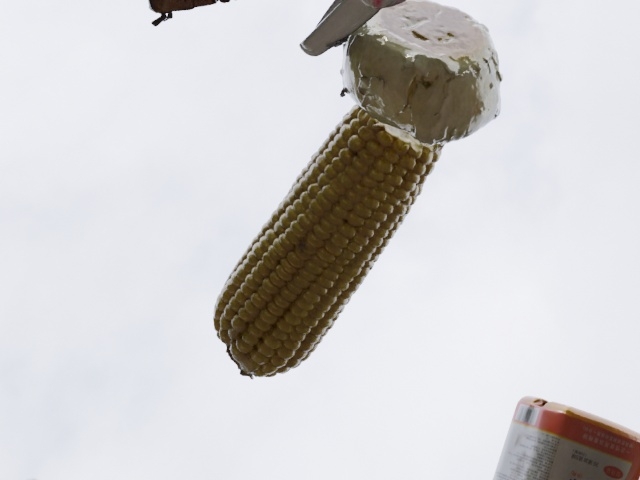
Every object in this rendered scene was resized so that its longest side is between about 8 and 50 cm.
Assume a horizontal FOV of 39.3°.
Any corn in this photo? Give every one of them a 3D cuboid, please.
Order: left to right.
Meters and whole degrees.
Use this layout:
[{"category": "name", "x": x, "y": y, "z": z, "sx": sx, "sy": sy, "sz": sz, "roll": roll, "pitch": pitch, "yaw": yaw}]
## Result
[{"category": "corn", "x": 0.000, "y": 0.000, "z": 1.040, "sx": 0.144, "sy": 0.144, "sz": 0.387, "roll": 28, "pitch": -67, "yaw": -9}]

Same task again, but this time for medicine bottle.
[{"category": "medicine bottle", "x": 0.295, "y": 0.320, "z": 1.109, "sx": 0.149, "sy": 0.112, "sz": 0.222, "roll": 23, "pitch": -99, "yaw": -20}]

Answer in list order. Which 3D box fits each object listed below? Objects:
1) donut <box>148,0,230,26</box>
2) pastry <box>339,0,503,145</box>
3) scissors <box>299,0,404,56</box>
[{"category": "donut", "x": -0.071, "y": -0.302, "z": 0.884, "sx": 0.217, "sy": 0.085, "sz": 0.141, "roll": -9, "pitch": -56, "yaw": -16}, {"category": "pastry", "x": 0.095, "y": -0.164, "z": 0.852, "sx": 0.165, "sy": 0.166, "sz": 0.088, "roll": 9, "pitch": -48, "yaw": -2}, {"category": "scissors", "x": 0.055, "y": -0.226, "z": 0.754, "sx": 0.242, "sy": 0.030, "sz": 0.118, "roll": -32, "pitch": -93, "yaw": 49}]
